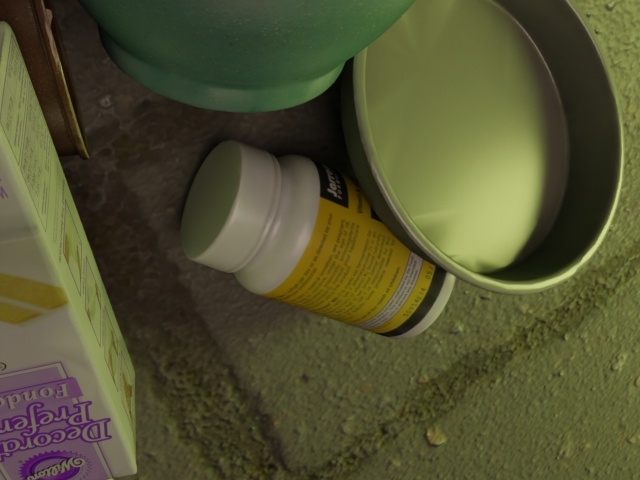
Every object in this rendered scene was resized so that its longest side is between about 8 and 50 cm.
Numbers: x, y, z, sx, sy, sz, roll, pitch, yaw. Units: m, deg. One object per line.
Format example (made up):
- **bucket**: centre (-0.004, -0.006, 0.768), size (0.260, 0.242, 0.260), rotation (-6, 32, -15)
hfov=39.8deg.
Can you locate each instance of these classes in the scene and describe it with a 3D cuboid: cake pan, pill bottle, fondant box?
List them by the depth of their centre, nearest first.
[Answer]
- **fondant box**: centre (-0.262, 0.047, 0.541), size (0.238, 0.096, 0.330), rotation (-10, 138, -5)
- **cake pan**: centre (0.133, -0.100, 0.723), size (0.293, 0.054, 0.293), rotation (6, 79, -33)
- **pill bottle**: centre (0.000, 0.000, 0.724), size (0.208, 0.119, 0.119), rotation (20, 99, -30)

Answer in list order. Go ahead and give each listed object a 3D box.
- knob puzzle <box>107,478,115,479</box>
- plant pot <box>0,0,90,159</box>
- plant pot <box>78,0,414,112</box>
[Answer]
- **knob puzzle**: centre (-0.254, 0.253, 0.754), size (0.213, 0.030, 0.213), rotation (-8, 111, -21)
- **plant pot**: centre (-0.247, -0.113, 0.555), size (0.165, 0.167, 0.167), rotation (-15, 115, -11)
- **plant pot**: centre (-0.050, -0.207, 0.557), size (0.293, 0.293, 0.196), rotation (-8, 138, -22)
